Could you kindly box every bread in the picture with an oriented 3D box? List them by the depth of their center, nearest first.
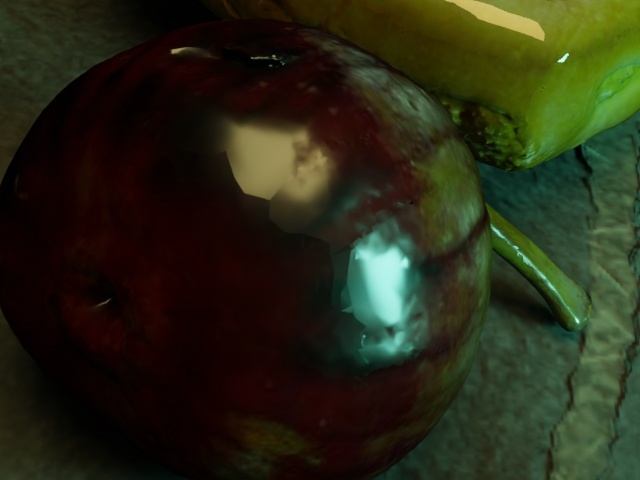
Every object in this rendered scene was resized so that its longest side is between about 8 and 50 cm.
[{"bbox_3d":[0.067,-0.186,0.825,0.337,0.148,0.328,30,52,15],"label":"bread"}]

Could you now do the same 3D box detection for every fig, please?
[{"bbox_3d":[-0.004,-0.012,0.621,0.203,0.186,0.249,19,35,34],"label":"fig"}]
